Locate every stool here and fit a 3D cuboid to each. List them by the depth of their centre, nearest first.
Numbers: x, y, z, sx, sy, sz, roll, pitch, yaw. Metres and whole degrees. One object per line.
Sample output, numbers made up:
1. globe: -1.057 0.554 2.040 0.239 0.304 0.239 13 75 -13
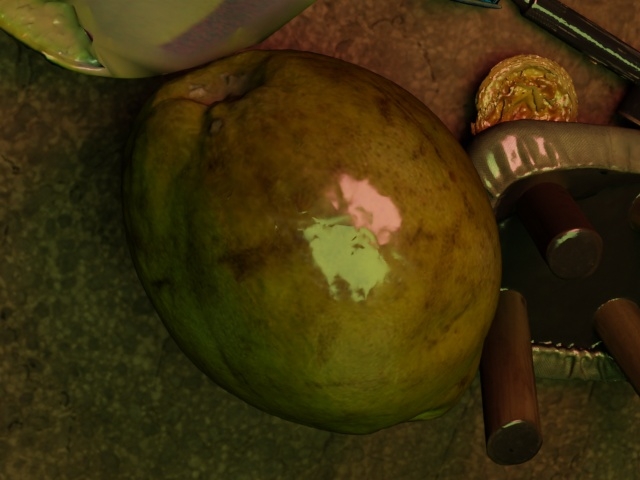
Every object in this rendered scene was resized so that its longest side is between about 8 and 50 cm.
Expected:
1. stool: 0.283 0.060 1.813 0.310 0.226 0.310 5 118 -16

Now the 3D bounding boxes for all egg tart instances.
1. egg tart: 0.210 -0.134 1.855 0.129 0.049 0.128 -6 107 -20

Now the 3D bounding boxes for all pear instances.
1. pear: -0.163 -0.346 1.574 0.399 0.165 0.399 -10 139 -9
2. pear: 0.000 0.000 1.681 0.352 0.352 0.413 -36 122 -3

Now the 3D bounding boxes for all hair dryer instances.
1. hair dryer: 0.300 -0.217 1.849 0.255 0.070 0.128 31 96 -18

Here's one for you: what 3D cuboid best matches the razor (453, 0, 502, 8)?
1. razor: 0.178 -0.395 1.759 0.093 0.056 0.324 -2 110 -53
